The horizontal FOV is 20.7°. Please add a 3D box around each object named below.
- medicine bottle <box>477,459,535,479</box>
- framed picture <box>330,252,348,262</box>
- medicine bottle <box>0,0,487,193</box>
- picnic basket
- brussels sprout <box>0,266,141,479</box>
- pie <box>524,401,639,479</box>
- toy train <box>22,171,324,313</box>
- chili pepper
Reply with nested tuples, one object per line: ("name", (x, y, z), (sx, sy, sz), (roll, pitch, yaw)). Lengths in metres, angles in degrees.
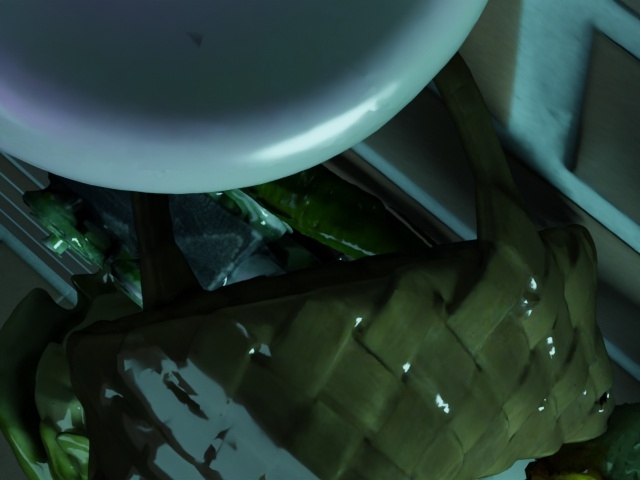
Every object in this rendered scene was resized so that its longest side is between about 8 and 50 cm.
("medicine bottle", (0.247, 0.353, 1.535), (0.371, 0.211, 0.211), (42, 168, 7))
("framed picture", (-0.022, 0.173, 1.693), (0.013, 0.244, 0.324), (45, 171, 35))
("medicine bottle", (-0.075, -0.158, 0.735), (0.256, 0.256, 0.325), (46, 177, -13))
("picnic basket", (0.000, 0.000, 1.048), (0.293, 0.337, 0.337), (-10, 131, 39))
("brussels sprout", (-0.137, 0.216, 1.974), (0.425, 0.342, 0.361), (25, 151, 45))
("pie", (0.283, 0.214, 1.165), (0.355, 0.103, 0.288), (22, 160, 24))
("toy train", (-0.132, 0.005, 1.693), (0.307, 0.173, 0.249), (36, 172, 30))
("chili pepper", (-0.013, -0.043, 1.384), (0.359, 0.076, 0.085), (39, 142, 20))
